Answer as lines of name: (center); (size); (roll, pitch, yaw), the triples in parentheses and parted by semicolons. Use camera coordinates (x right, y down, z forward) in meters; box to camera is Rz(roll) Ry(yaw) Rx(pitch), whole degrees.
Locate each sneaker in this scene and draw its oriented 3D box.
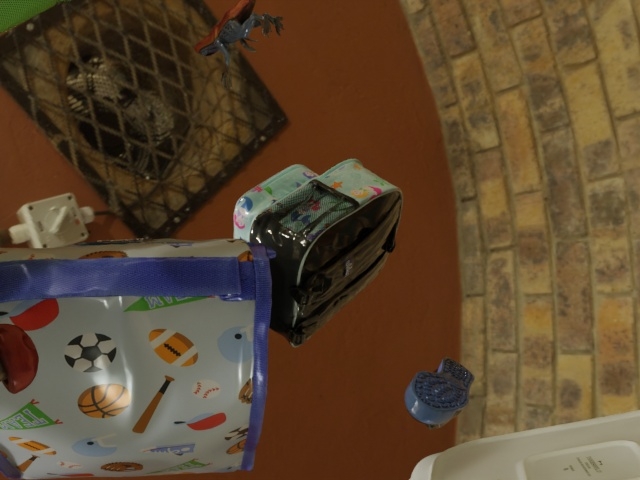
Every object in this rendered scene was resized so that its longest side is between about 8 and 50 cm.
sneaker: (0.164, 0.238, 0.935); (0.090, 0.081, 0.232); (-61, -22, 13)

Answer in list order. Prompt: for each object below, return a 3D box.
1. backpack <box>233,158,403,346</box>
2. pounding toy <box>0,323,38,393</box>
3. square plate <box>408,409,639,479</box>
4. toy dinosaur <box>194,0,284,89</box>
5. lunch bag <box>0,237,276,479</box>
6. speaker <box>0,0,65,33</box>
backpack: (0.000, 0.000, 0.942); (0.253, 0.191, 0.225); (-33, -32, -31)
pounding toy: (-0.268, 0.042, 0.430); (0.110, 0.183, 0.237); (-23, -116, -36)
square plate: (0.219, 0.204, 0.520); (0.347, 0.344, 0.049); (7, -111, -77)
toy dinosaur: (-0.072, -0.175, 0.531); (0.047, 0.082, 0.090); (-57, -36, -49)
lunch bag: (-0.224, 0.122, 0.743); (0.327, 0.385, 0.239); (-2, -121, -9)
speaker: (-0.338, -0.215, 0.546); (0.296, 0.131, 0.131); (-41, -72, -24)
